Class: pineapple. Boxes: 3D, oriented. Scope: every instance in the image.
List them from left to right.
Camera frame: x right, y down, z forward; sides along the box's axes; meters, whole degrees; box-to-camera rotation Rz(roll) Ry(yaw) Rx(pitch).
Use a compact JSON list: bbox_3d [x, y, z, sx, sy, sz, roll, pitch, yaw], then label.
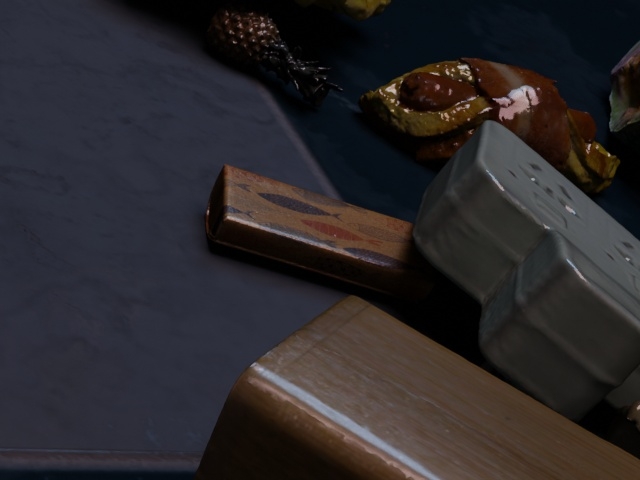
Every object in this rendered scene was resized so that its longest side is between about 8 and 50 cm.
[{"bbox_3d":[-0.041,-0.157,1.496,0.124,0.058,0.058,42,31,11],"label":"pineapple"}]

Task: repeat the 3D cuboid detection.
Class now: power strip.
[{"bbox_3d":[0.165,0.051,1.256,0.229,0.141,0.261,39,19,-6],"label":"power strip"}]

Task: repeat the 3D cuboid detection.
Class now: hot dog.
[{"bbox_3d":[0.168,-0.112,1.545,0.261,0.093,0.123,9,32,-29],"label":"hot dog"}]

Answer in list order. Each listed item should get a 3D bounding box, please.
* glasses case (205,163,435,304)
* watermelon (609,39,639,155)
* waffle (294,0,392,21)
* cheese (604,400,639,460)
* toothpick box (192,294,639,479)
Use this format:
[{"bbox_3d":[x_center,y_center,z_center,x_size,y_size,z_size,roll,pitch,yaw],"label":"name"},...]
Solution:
[{"bbox_3d":[0.000,0.000,1.274,0.170,0.041,0.064,17,38,-18],"label":"glasses case"},{"bbox_3d":[0.405,-0.135,1.745,0.188,0.175,0.322,48,45,-7],"label":"watermelon"},{"bbox_3d":[-0.084,-0.282,1.599,0.325,0.068,0.302,27,18,31],"label":"waffle"},{"bbox_3d":[0.291,0.192,1.152,0.202,0.091,0.175,12,32,-29],"label":"cheese"},{"bbox_3d":[0.091,0.180,0.921,0.308,0.190,0.187,30,28,16],"label":"toothpick box"}]
